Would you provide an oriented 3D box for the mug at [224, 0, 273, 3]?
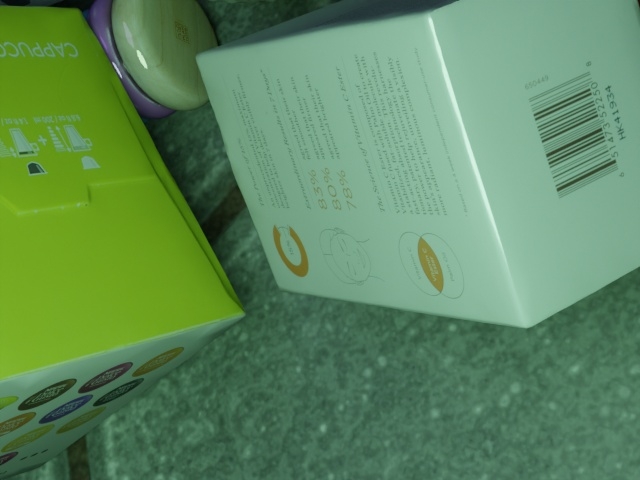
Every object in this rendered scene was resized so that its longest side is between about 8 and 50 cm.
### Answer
[{"bbox_3d":[-0.063,-0.376,1.204,0.374,0.328,0.276,-35,66,18],"label":"mug"}]

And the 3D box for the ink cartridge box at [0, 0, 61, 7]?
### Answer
[{"bbox_3d":[-0.378,-0.333,1.407,0.308,0.129,0.223,-22,66,-7],"label":"ink cartridge box"}]

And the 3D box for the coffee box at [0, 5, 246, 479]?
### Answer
[{"bbox_3d":[-0.341,0.022,1.195,0.334,0.338,0.338,-36,76,33],"label":"coffee box"}]

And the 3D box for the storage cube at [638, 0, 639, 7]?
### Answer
[{"bbox_3d":[0.263,-0.202,1.062,0.215,0.184,0.193,-40,71,17],"label":"storage cube"}]

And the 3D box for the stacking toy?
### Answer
[{"bbox_3d":[-0.266,-0.148,1.391,0.330,0.141,0.141,-19,71,30],"label":"stacking toy"}]

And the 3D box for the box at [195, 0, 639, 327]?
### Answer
[{"bbox_3d":[0.079,-0.077,1.028,0.345,0.168,0.215,5,117,60],"label":"box"}]
